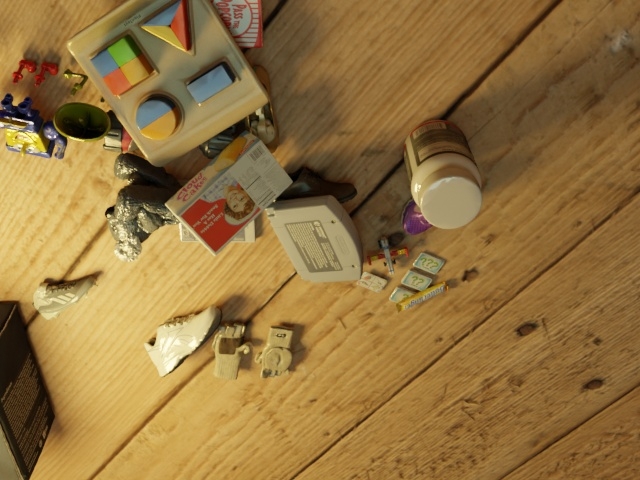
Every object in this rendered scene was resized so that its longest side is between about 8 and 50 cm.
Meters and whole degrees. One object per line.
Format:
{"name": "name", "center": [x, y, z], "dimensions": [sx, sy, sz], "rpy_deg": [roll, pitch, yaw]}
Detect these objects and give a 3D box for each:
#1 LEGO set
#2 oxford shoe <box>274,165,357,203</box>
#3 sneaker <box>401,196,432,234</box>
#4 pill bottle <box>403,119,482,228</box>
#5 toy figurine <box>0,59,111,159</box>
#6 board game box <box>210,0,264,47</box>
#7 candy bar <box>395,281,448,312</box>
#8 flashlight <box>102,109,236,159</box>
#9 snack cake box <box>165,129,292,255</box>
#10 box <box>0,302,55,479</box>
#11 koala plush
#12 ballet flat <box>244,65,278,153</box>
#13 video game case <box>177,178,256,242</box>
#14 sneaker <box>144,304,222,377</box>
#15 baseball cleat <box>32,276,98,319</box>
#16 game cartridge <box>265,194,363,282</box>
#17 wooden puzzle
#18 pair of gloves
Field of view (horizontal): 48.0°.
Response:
{"name": "LEGO set", "center": [0.197, 0.090, 1.976], "dimensions": [0.244, 0.060, 0.182], "rpy_deg": [23, 119, -18]}
{"name": "oxford shoe", "center": [-0.020, -0.137, 1.813], "dimensions": [0.227, 0.082, 0.096], "rpy_deg": [0, 121, -1]}
{"name": "sneaker", "center": [0.306, -0.086, 1.835], "dimensions": [0.236, 0.104, 0.095], "rpy_deg": [-37, 117, 22]}
{"name": "pill bottle", "center": [0.286, -0.155, 1.681], "dimensions": [0.161, 0.283, 0.161], "rpy_deg": [0, 123, 0]}
{"name": "toy figurine", "center": [-0.661, -0.283, 1.712], "dimensions": [0.363, 0.191, 0.217], "rpy_deg": [9, 151, -5]}
{"name": "board game box", "center": [-0.225, -0.505, 1.592], "dimensions": [0.194, 0.045, 0.146], "rpy_deg": [0, 123, 0]}
{"name": "candy bar", "center": [0.287, 0.159, 2.029], "dimensions": [0.162, 0.018, 0.040], "rpy_deg": [-24, 131, 4]}
{"name": "flashlight", "center": [-0.363, -0.246, 1.732], "dimensions": [0.304, 0.103, 0.103], "rpy_deg": [8, 163, -9]}
{"name": "snack cake box", "center": [-0.214, -0.113, 1.710], "dimensions": [0.264, 0.089, 0.152], "rpy_deg": [-44, 130, -7]}
{"name": "box", "center": [-1.090, 0.453, 2.064], "dimensions": [0.481, 0.297, 0.471], "rpy_deg": [-1, 125, 1]}
{"name": "koala plush", "center": [-0.449, -0.064, 1.788], "dimensions": [0.203, 0.196, 0.221], "rpy_deg": [19, 127, -33]}
{"name": "ballet flat", "center": [-0.148, -0.297, 1.712], "dimensions": [0.080, 0.073, 0.232], "rpy_deg": [-8, 123, 2]}
{"name": "video game case", "center": [-0.273, -0.075, 1.886], "dimensions": [0.202, 0.023, 0.183], "rpy_deg": [1, 123, -1]}
{"name": "sneaker", "center": [-0.400, 0.272, 2.060], "dimensions": [0.297, 0.111, 0.129], "rpy_deg": [-41, 89, 22]}
{"name": "baseball cleat", "center": [-0.723, 0.145, 2.000], "dimensions": [0.206, 0.072, 0.109], "rpy_deg": [-36, 110, 17]}
{"name": "game cartridge", "center": [0.000, 0.000, 1.853], "dimensions": [0.198, 0.062, 0.297], "rpy_deg": [-8, 137, 17]}
{"name": "wooden puzzle", "center": [-0.332, -0.364, 1.578], "dimensions": [0.322, 0.080, 0.347], "rpy_deg": [-29, 114, 11]}
{"name": "pair of gloves", "center": [-0.201, 0.328, 2.140], "dimensions": [0.240, 0.042, 0.204], "rpy_deg": [2, 120, -4]}
